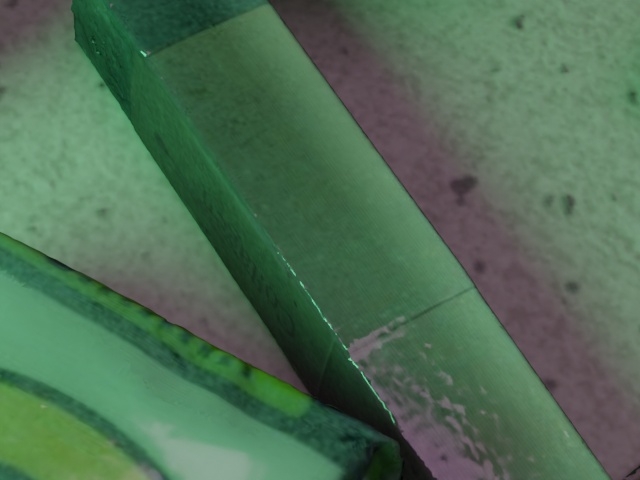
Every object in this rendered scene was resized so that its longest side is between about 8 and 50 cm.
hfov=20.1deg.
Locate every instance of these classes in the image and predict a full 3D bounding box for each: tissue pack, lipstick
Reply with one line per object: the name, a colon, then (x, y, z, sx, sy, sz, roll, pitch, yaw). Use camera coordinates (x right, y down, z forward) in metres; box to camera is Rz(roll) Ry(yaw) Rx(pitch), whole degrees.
tissue pack: (-0.143, 0.158, 0.613, 0.228, 0.128, 0.311, 27, 60, 9)
lipstick: (0.000, 0.000, 0.762, 0.068, 0.066, 0.317, -26, 68, -22)
